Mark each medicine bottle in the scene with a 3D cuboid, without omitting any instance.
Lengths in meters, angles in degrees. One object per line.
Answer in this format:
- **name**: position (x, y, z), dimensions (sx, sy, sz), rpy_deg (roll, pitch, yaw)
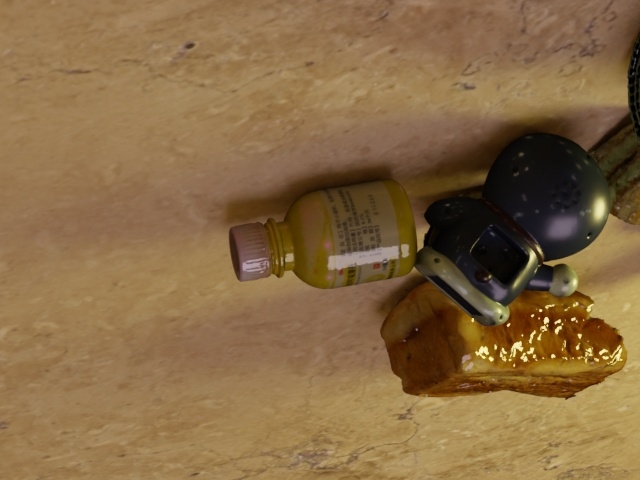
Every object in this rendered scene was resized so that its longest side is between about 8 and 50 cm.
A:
- **medicine bottle**: position (0.000, 0.000, 1.950), dimensions (0.212, 0.122, 0.122), rpy_deg (-10, 150, -12)

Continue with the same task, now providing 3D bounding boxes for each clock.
- **clock**: position (0.244, -0.015, 1.964), dimensions (0.243, 0.199, 0.146), rpy_deg (-47, -179, -4)

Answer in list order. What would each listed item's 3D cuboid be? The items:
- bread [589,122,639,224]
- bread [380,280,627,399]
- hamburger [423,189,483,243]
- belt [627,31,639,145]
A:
- **bread**: position (0.449, -0.088, 2.057), dimensions (0.196, 0.102, 0.138), rpy_deg (3, 143, -30)
- **bread**: position (0.260, 0.138, 2.301), dimensions (0.344, 0.149, 0.195), rpy_deg (5, 155, -35)
- **hamburger**: position (0.204, -0.014, 2.084), dimensions (0.176, 0.087, 0.102), rpy_deg (-21, 169, -14)
- **belt**: position (0.450, -0.181, 1.789), dimensions (0.150, 0.207, 0.257), rpy_deg (-8, 158, -21)
